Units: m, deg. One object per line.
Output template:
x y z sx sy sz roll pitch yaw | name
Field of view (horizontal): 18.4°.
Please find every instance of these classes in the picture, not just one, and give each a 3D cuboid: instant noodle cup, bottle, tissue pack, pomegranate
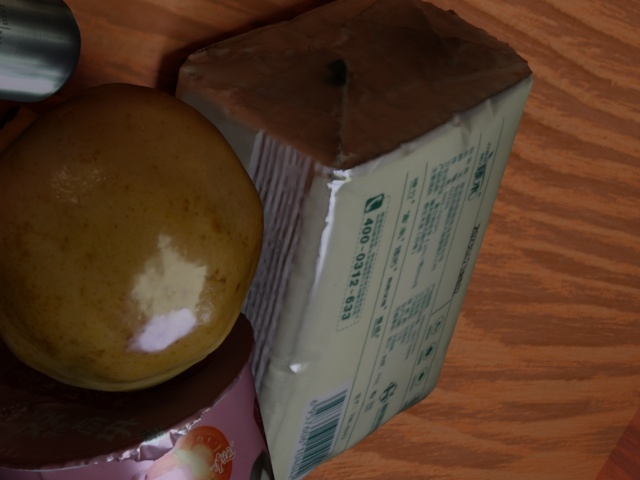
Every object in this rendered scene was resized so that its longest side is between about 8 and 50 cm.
-0.137 0.198 1.562 0.243 0.243 0.231 -37 122 -35 | instant noodle cup
-0.250 -0.141 1.241 0.254 0.079 0.096 0 83 -61 | bottle
0.000 0.000 1.698 0.297 0.207 0.380 -27 143 -45 | tissue pack
-0.146 0.000 1.426 0.233 0.233 0.233 -41 152 -28 | pomegranate
